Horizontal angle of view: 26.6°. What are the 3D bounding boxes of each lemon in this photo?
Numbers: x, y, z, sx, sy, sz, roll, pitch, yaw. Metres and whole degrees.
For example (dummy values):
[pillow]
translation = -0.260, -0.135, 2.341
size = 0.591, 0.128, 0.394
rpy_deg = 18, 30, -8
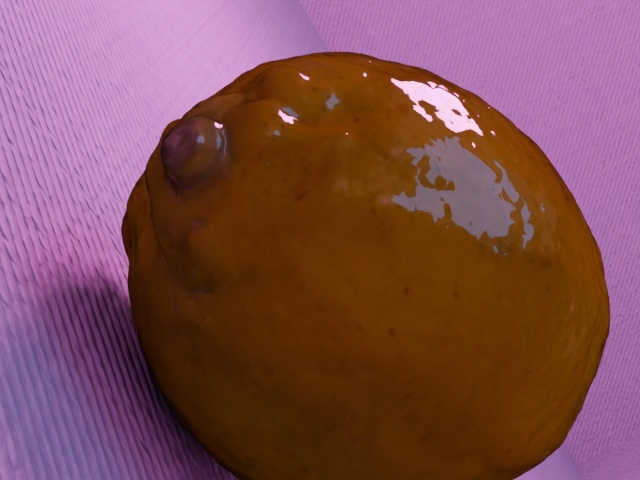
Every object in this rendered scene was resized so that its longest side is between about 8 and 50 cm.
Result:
[lemon]
translation = 0.025, 0.032, 0.798
size = 0.316, 0.285, 0.285
rpy_deg = -12, 69, -48
